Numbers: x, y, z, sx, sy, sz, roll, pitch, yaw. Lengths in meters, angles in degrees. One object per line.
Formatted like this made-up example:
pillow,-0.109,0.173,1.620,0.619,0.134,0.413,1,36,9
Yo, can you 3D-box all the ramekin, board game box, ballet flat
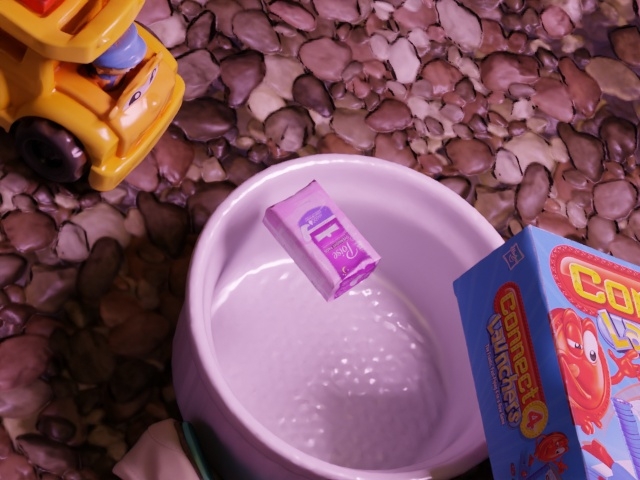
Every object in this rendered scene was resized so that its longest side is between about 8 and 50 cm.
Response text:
ramekin,0.017,0.084,1.529,0.277,0.135,0.277,8,60,-15
board game box,0.259,0.171,1.440,0.308,0.086,0.302,19,47,-35
ballet flat,-0.080,0.250,1.449,0.086,0.086,0.248,-19,68,-26

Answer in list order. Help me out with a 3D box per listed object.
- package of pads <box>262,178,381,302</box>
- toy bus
package of pads,0.000,0.000,1.470,0.050,0.032,0.083,-33,76,-28
toy bus,-0.204,-0.175,1.555,0.220,0.211,0.149,35,56,1
